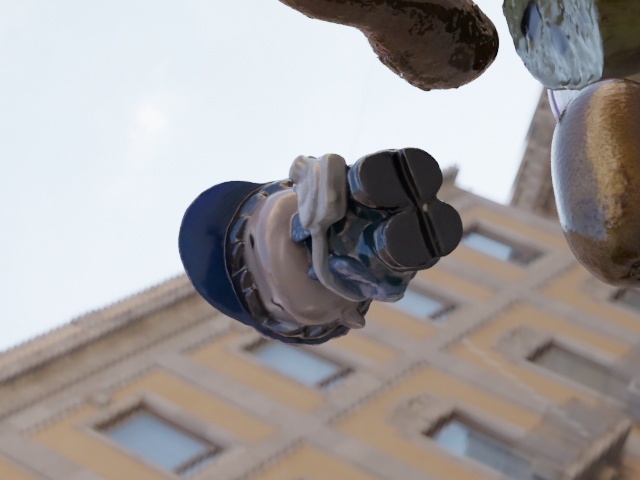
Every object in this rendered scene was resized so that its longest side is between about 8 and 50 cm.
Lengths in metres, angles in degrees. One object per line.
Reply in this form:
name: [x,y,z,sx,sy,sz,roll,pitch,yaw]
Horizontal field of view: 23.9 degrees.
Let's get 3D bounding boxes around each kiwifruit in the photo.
kiwifruit: [0.156,-0.031,0.780,0.075,0.075,0.124,74,-166,-51]

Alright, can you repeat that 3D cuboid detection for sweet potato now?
sweet potato: [0.071,-0.202,1.377,0.385,0.109,0.109,9,-77,-58]

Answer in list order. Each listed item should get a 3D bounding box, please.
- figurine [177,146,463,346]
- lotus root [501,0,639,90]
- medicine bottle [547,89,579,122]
figurine: [0.007,-0.003,0.591,0.079,0.136,0.077,-21,-93,-41]
lotus root: [0.323,-0.246,1.181,0.346,0.250,0.250,-10,-48,-7]
medicine bottle: [0.365,-0.195,1.603,0.325,0.212,0.212,97,-162,-85]
